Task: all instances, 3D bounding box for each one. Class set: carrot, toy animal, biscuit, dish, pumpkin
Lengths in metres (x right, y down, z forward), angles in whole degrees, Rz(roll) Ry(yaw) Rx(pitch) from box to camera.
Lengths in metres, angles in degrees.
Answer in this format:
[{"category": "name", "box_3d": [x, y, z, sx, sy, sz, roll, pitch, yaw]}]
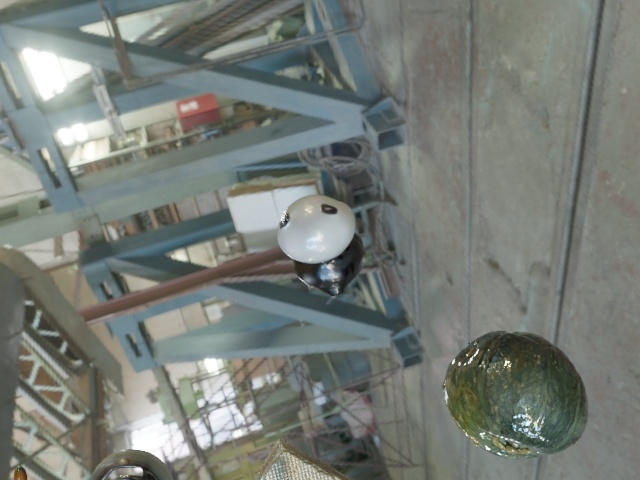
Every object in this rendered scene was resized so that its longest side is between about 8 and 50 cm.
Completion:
[{"category": "carrot", "box_3d": [-0.804, 0.672, 1.803, 0.035, 0.035, 0.142, 169, 93, -82]}, {"category": "toy animal", "box_3d": [0.000, -0.003, 1.559, 0.165, 0.187, 0.235, -101, -11, -47]}, {"category": "biscuit", "box_3d": [0.016, 0.776, 2.084, 0.426, 0.144, 0.078, 34, 179, -14]}, {"category": "dish", "box_3d": [-0.602, 0.806, 2.090, 0.134, 0.273, 0.274, 170, 83, -85]}, {"category": "pumpkin", "box_3d": [0.424, 0.344, 1.502, 0.327, 0.291, 0.258, -26, 37, 55]}]

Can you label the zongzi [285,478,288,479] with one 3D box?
[{"category": "zongzi", "box_3d": [-0.088, 0.778, 1.911, 0.130, 0.062, 0.154, -20, -88, -78]}]
